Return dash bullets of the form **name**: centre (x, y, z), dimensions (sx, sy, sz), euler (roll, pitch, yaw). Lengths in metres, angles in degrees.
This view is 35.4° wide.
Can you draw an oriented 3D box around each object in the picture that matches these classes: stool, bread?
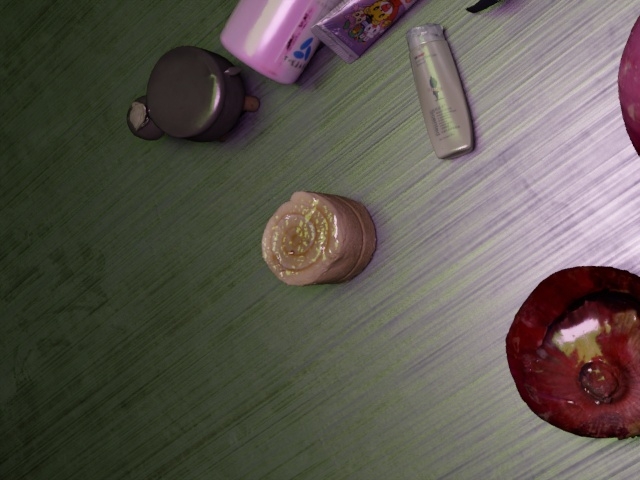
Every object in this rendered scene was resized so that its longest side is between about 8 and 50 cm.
- **stool**: centre (-0.220, -0.245, 1.714), dimensions (0.228, 0.139, 0.153), euler (3, 89, 28)
- **bread**: centre (0.000, 0.000, 1.594), dimensions (0.134, 0.141, 0.148), euler (36, 105, 24)

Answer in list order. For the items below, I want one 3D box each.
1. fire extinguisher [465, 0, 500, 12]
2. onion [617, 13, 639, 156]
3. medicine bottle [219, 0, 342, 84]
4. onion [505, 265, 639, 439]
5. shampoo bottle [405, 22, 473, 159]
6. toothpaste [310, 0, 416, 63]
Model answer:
- **fire extinguisher**: centre (0.312, -0.492, 1.475), dimensions (0.114, 0.135, 0.337), euler (22, 99, -17)
- **onion**: centre (0.557, -0.202, 1.253), dimensions (0.358, 0.345, 0.358), euler (6, 108, 20)
- **medicine bottle**: centre (-0.042, -0.393, 1.624), dimensions (0.152, 0.152, 0.254), euler (40, 104, 22)
- **onion**: centre (0.379, 0.157, 1.372), dimensions (0.246, 0.190, 0.246), euler (2, 101, 13)
- **shampoo bottle**: centre (0.184, -0.232, 1.560), dimensions (0.072, 0.049, 0.212), euler (-22, 78, 29)
- **toothpaste**: centre (0.123, -0.403, 1.574), dimensions (0.299, 0.114, 0.073), euler (-41, 51, 15)
